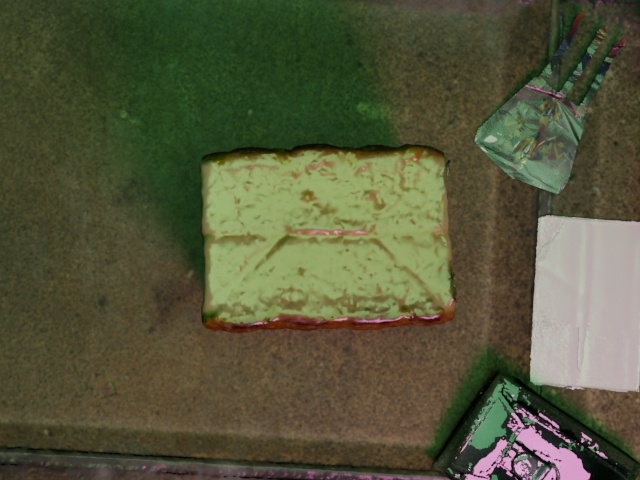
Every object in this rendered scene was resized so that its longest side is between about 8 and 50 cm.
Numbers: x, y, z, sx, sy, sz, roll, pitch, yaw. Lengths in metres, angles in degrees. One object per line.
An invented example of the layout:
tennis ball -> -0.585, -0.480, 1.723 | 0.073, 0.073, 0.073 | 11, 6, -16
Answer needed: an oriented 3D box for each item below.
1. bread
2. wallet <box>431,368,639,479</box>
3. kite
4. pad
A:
bread -> 0.000, 0.000, 1.121 | 0.279, 0.279, 0.207 | -2, 89, -1
wallet -> 0.284, 0.294, 1.233 | 0.236, 0.055, 0.160 | 34, 92, -2
kite -> 0.320, -0.188, 1.279 | 0.141, 0.015, 0.245 | 33, 89, -3
pad -> 0.361, 0.085, 1.272 | 0.156, 0.004, 0.232 | 4, 86, -4
